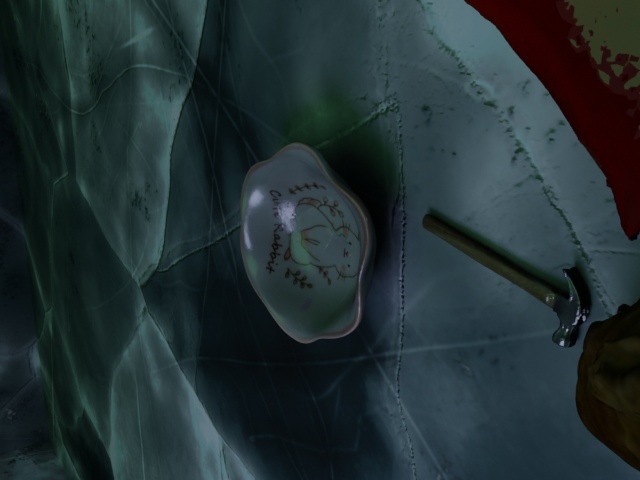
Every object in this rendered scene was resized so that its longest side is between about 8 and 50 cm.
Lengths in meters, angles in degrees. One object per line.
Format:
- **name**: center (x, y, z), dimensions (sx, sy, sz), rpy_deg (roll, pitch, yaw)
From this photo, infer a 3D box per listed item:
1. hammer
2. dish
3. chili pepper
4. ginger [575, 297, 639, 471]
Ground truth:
- **hammer**: center (0.155, 0.019, 0.552), dimensions (0.182, 0.017, 0.062), rpy_deg (39, 129, 42)
- **dish**: center (0.000, 0.000, 0.708), dimensions (0.229, 0.081, 0.229), rpy_deg (17, 113, 47)
- **chili pepper**: center (0.158, -0.172, 0.384), dimensions (0.131, 0.134, 0.338), rpy_deg (-39, 72, 36)
- **ginger**: center (0.257, 0.073, 0.309), dimensions (0.321, 0.172, 0.165), rpy_deg (-1, 60, 57)
